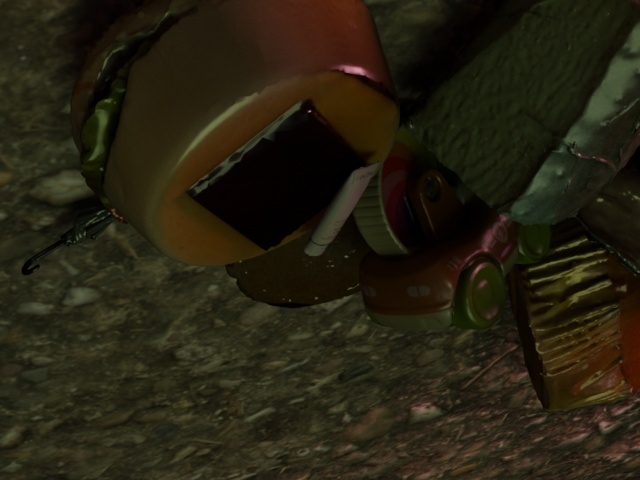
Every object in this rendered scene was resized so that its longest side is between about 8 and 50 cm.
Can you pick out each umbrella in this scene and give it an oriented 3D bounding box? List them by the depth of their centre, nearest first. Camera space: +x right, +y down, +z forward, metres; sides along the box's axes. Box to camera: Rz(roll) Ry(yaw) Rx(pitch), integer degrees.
[{"bbox_3d":[-0.194,-0.046,1.246,0.269,0.044,0.044,-33,118,1],"label":"umbrella"}]

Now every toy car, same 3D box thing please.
[{"bbox_3d":[0.118,-0.034,1.295,0.145,0.235,0.235,-2,163,44],"label":"toy car"}]

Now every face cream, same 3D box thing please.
[{"bbox_3d":[0.017,-0.030,1.113,0.038,0.020,0.115,-20,150,-47],"label":"face cream"}]

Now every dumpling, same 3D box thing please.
[{"bbox_3d":[0.358,-0.024,1.366,0.332,0.166,0.086,25,113,-23],"label":"dumpling"}]

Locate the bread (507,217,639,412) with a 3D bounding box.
[{"bbox_3d":[0.323,0.087,1.524,0.156,0.204,0.288,-17,140,4],"label":"bread"}]

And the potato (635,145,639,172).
[{"bbox_3d":[0.551,-0.089,1.340,0.290,0.296,0.397,14,130,-36],"label":"potato"}]

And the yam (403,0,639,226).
[{"bbox_3d":[0.244,-0.172,1.169,0.201,0.202,0.271,-20,150,-41],"label":"yam"}]

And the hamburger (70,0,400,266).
[{"bbox_3d":[-0.073,-0.114,1.090,0.302,0.170,0.302,-25,152,-14],"label":"hamburger"}]

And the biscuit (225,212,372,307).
[{"bbox_3d":[0.000,0.000,1.386,0.226,0.042,0.226,-13,142,-10],"label":"biscuit"}]
